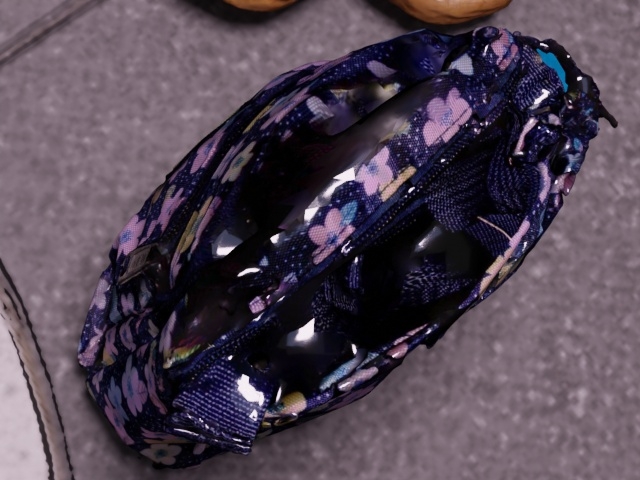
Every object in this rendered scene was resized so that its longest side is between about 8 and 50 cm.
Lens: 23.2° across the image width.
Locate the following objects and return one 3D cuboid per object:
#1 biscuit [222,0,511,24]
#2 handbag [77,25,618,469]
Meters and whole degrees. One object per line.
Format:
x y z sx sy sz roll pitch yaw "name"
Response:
0.024 -0.260 0.798 0.205 0.049 0.324 4 75 -14 "biscuit"
0.000 0.000 0.638 0.228 0.208 0.127 -43 93 -22 "handbag"
